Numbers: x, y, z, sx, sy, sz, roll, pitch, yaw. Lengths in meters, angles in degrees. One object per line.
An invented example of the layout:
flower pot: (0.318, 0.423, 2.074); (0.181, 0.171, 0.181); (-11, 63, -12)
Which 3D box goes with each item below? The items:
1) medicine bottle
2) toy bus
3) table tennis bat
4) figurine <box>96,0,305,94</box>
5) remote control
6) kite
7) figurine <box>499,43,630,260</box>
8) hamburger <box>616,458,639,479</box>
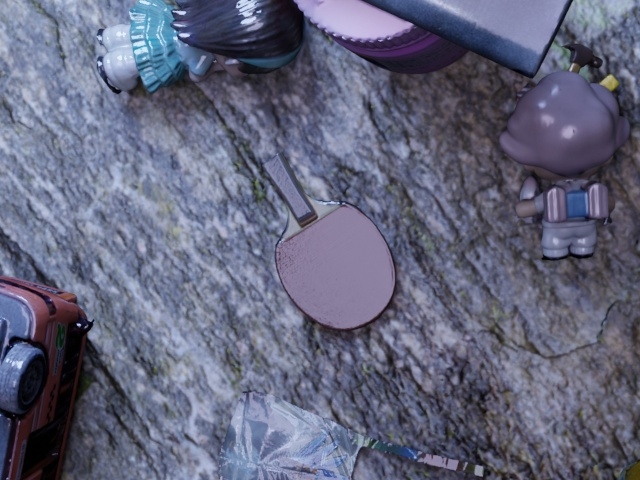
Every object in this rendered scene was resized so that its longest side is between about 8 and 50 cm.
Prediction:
medicine bottle: (0.075, -0.266, 1.277); (0.178, 0.290, 0.178); (1, 93, 13)
toy bus: (-0.398, 0.240, 1.433); (0.203, 0.233, 0.427); (14, 97, 11)
table tennis bat: (0.000, 0.000, 1.441); (0.130, 0.019, 0.220); (-32, 87, 12)
figurine: (-0.132, -0.238, 1.420); (0.245, 0.110, 0.138); (-10, 66, 17)
remote control: (0.039, -0.268, 1.112); (0.377, 0.044, 0.107); (26, 93, 10)
kite: (0.030, 0.266, 1.447); (0.309, 0.015, 0.169); (4, 92, 13)
figurine: (0.258, -0.090, 1.341); (0.137, 0.112, 0.229); (-2, 102, 7)
hamburger: (0.389, 0.271, 1.297); (0.185, 0.177, 0.113); (-30, 93, -16)
